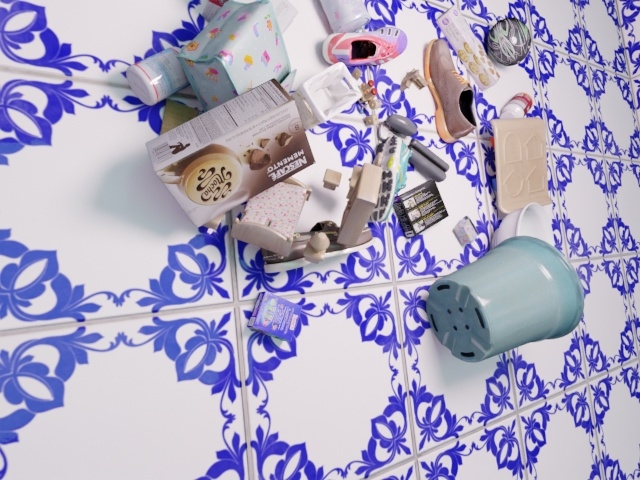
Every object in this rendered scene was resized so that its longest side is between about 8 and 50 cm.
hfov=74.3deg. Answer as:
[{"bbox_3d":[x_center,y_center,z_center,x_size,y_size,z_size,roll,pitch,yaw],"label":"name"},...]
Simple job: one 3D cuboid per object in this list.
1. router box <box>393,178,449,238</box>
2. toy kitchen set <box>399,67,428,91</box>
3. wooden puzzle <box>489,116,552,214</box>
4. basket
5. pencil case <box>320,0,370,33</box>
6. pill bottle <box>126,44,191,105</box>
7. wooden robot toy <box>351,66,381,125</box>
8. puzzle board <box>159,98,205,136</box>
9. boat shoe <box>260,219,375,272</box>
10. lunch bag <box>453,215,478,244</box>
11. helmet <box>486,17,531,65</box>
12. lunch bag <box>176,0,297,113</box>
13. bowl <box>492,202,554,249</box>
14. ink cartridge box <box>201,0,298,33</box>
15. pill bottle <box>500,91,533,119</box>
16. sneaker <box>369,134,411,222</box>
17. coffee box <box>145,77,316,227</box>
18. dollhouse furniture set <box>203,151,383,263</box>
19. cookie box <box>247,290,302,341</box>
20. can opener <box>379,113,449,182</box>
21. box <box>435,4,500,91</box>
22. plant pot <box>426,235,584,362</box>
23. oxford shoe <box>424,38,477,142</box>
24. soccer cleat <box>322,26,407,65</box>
[{"bbox_3d":[0.317,-0.103,1.335,0.178,0.046,0.133,-27,96,-33],"label":"router box"},{"bbox_3d":[0.318,-0.518,1.390,0.075,0.068,0.083,38,65,-22],"label":"toy kitchen set"},{"bbox_3d":[0.751,-0.288,1.609,0.322,0.080,0.348,-13,96,-33],"label":"wooden puzzle"},{"bbox_3d":[0.009,-0.389,1.151,0.167,0.103,0.113,-41,105,-30],"label":"basket"},{"bbox_3d":[0.046,-0.740,1.226,0.124,0.113,0.273,-32,99,-38],"label":"pencil case"},{"bbox_3d":[-0.337,-0.373,0.936,0.160,0.087,0.087,-44,106,-30],"label":"pill bottle"},{"bbox_3d":[0.153,-0.439,1.275,0.079,0.076,0.173,-27,97,-44],"label":"wooden robot toy"},{"bbox_3d":[-0.302,-0.263,0.986,0.128,0.011,0.097,12,74,-31],"label":"puzzle board"},{"bbox_3d":[0.000,0.000,1.077,0.324,0.116,0.097,-14,93,-28],"label":"boat shoe"},{"bbox_3d":[0.501,-0.038,1.439,0.083,0.053,0.071,-44,107,-39],"label":"lunch bag"},{"bbox_3d":[0.732,-0.773,1.642,0.169,0.169,0.162,45,46,-18],"label":"helmet"},{"bbox_3d":[-0.169,-0.371,0.978,0.223,0.160,0.262,-62,151,-27],"label":"lunch bag"},{"bbox_3d":[0.705,0.018,1.499,0.297,0.134,0.298,3,85,-41],"label":"bowl"},{"bbox_3d":[-0.173,-0.562,1.047,0.176,0.128,0.127,38,64,-21],"label":"ink cartridge box"},{"bbox_3d":[0.771,-0.515,1.670,0.152,0.086,0.086,-45,106,-29],"label":"pill bottle"},{"bbox_3d":[0.213,-0.175,1.246,0.110,0.107,0.275,29,71,-35],"label":"sneaker"},{"bbox_3d":[-0.178,-0.182,0.881,0.297,0.119,0.168,-29,140,-7],"label":"coffee box"},{"bbox_3d":[-0.054,-0.137,0.978,0.355,0.174,0.303,18,51,-3],"label":"dollhouse furniture set"},{"bbox_3d":[-0.109,0.184,1.018,0.107,0.040,0.092,28,68,-26],"label":"cookie box"},{"bbox_3d":[0.307,-0.291,1.328,0.283,0.095,0.076,32,67,-17],"label":"can opener"},{"bbox_3d":[0.553,-0.711,1.575,0.324,0.067,0.063,48,61,-18],"label":"box"},{"bbox_3d":[0.526,0.188,1.272,0.334,0.341,0.341,-15,90,-26],"label":"plant pot"},{"bbox_3d":[0.458,-0.528,1.442,0.129,0.132,0.364,-12,88,-33],"label":"oxford shoe"},{"bbox_3d":[0.159,-0.568,1.251,0.318,0.116,0.109,-20,126,-31],"label":"soccer cleat"}]
